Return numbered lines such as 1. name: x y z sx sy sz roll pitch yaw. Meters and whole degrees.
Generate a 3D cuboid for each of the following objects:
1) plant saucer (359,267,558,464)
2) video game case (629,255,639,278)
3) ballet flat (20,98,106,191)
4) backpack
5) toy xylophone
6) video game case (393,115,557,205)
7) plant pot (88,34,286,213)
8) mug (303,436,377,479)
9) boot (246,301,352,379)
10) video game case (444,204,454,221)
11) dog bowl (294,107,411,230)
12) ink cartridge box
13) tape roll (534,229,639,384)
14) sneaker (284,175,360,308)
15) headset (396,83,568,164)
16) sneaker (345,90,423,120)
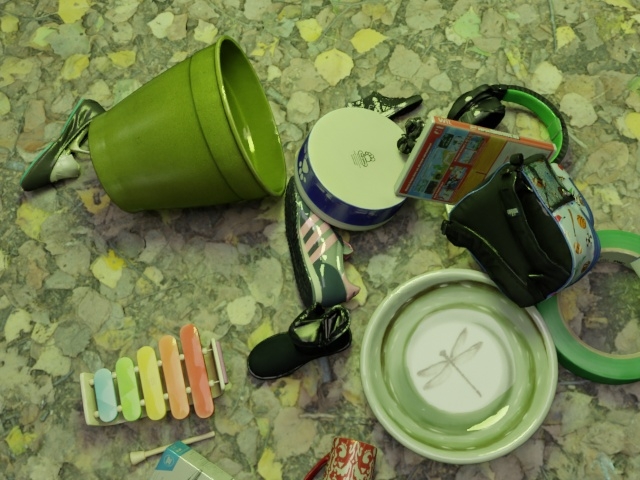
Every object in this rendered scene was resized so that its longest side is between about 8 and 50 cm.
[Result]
1. plant saucer: 0.283 0.261 1.618 0.400 0.100 0.401 -2 71 6
2. video game case: 0.789 0.090 1.578 0.269 0.061 0.244 -24 79 -31
3. ballet flat: -0.606 -0.219 1.876 0.096 0.095 0.280 31 76 2
4. backpack: 0.419 -0.012 1.560 0.213 0.276 0.263 -16 72 -32
5. toy xylophone: -0.342 0.333 1.663 0.322 0.081 0.236 -23 71 -2
6. video game case: 0.322 -0.150 1.634 0.285 0.204 0.025 10 45 -16
7. plant pot: -0.306 -0.219 1.737 0.353 0.366 0.367 -18 70 12
8. mug: 0.035 0.486 1.561 0.150 0.113 0.169 13 69 8
9. boot: -0.051 0.207 1.612 0.246 0.207 0.094 -18 70 0
10. video game case: 0.375 -0.135 1.788 0.201 0.023 0.183 -12 71 2
11. dog bowl: 0.081 -0.160 1.732 0.264 0.104 0.265 8 63 -16
12. ink cartridge box: -0.253 0.506 1.590 0.180 0.060 0.104 30 98 14
13. tape roll: 0.614 0.139 1.641 0.321 0.077 0.321 -1 71 4
14. sneaker: 0.000 0.000 1.749 0.131 0.112 0.319 -4 69 -19
15. headset: 0.362 -0.239 1.712 0.394 0.185 0.243 -8 67 -10
16. sneaker: 0.152 -0.328 1.859 0.170 0.051 0.089 -29 75 -1
